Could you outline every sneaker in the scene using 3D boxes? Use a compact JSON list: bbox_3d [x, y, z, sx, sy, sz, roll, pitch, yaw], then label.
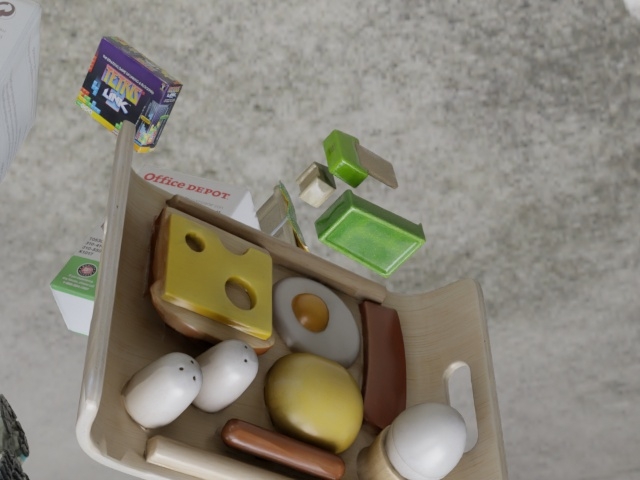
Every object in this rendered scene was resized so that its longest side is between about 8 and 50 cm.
[{"bbox_3d":[-0.450,0.326,1.596,0.122,0.283,0.110,-26,118,-3],"label":"sneaker"}]

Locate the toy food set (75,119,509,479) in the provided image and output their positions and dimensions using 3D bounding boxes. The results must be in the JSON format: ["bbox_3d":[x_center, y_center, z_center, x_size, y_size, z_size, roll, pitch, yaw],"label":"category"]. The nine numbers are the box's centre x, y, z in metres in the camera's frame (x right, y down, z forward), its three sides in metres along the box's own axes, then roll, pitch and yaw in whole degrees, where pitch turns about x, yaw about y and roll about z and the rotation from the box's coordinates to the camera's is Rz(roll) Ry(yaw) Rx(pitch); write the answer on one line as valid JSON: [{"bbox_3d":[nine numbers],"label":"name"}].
[{"bbox_3d":[-0.008,0.063,0.779,0.306,0.220,0.092,25,133,-28],"label":"toy food set"}]

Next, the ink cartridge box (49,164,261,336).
[{"bbox_3d":[-0.244,0.028,1.839,0.201,0.278,0.117,14,141,23],"label":"ink cartridge box"}]

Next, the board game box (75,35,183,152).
[{"bbox_3d":[-0.341,-0.259,2.134,0.048,0.170,0.141,-16,138,-58],"label":"board game box"}]

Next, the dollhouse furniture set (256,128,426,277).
[{"bbox_3d":[0.000,0.000,1.960,0.151,0.198,0.301,26,124,-32],"label":"dollhouse furniture set"}]

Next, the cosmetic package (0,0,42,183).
[{"bbox_3d":[-0.385,-0.033,1.026,0.156,0.385,0.217,24,151,-3],"label":"cosmetic package"}]
